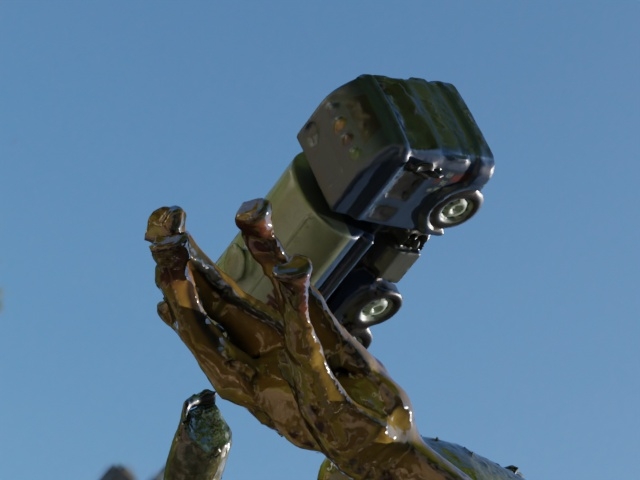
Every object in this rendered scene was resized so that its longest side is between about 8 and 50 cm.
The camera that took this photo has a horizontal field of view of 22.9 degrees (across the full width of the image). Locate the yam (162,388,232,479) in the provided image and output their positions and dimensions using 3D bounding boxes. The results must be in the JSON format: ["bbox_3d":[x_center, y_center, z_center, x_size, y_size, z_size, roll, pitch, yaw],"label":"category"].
[{"bbox_3d":[-0.056,0.117,0.612,0.027,0.033,0.129,26,-59,20],"label":"yam"}]

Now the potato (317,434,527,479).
[{"bbox_3d":[0.081,0.161,0.905,0.188,0.085,0.105,28,-29,-28],"label":"potato"}]

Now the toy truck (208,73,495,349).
[{"bbox_3d":[0.000,0.000,0.816,0.202,0.088,0.074,-52,-134,35],"label":"toy truck"}]

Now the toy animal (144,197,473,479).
[{"bbox_3d":[0.026,0.082,0.711,0.275,0.054,0.149,47,-30,-9],"label":"toy animal"}]
